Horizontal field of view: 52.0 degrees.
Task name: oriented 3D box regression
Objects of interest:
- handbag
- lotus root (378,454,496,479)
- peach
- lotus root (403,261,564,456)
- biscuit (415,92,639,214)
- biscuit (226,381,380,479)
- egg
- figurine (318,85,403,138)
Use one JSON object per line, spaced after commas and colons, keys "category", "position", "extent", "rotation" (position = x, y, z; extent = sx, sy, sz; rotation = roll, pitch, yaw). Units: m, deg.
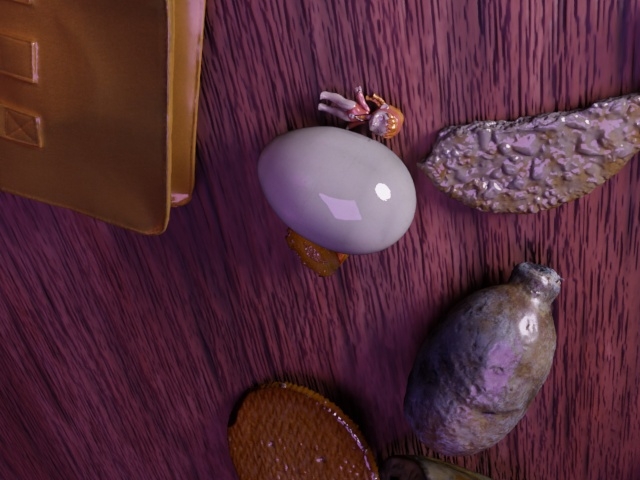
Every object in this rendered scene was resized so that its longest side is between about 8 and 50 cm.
{"category": "handbag", "position": [-0.287, -0.220, 0.803], "extent": [0.283, 0.133, 0.401], "rotation": [14, 124, 7]}
{"category": "lotus root", "position": [0.250, 0.517, 1.112], "extent": [0.346, 0.250, 0.250], "rotation": [30, 123, -11]}
{"category": "peach", "position": [0.001, 0.001, 0.928], "extent": [0.098, 0.061, 0.098], "rotation": [29, 145, 23]}
{"category": "lotus root", "position": [0.226, 0.181, 0.938], "extent": [0.175, 0.175, 0.350], "rotation": [20, 121, -3]}
{"category": "biscuit", "position": [0.271, -0.098, 0.827], "extent": [0.289, 0.038, 0.141], "rotation": [-10, 121, 18]}
{"category": "biscuit", "position": [-0.033, 0.380, 1.138], "extent": [0.305, 0.038, 0.305], "rotation": [10, 112, 26]}
{"category": "egg", "position": [0.019, -0.066, 0.826], "extent": [0.209, 0.151, 0.151], "rotation": [27, 123, 1]}
{"category": "figurine", "position": [0.051, -0.163, 0.823], "extent": [0.109, 0.047, 0.064], "rotation": [20, 131, 8]}
